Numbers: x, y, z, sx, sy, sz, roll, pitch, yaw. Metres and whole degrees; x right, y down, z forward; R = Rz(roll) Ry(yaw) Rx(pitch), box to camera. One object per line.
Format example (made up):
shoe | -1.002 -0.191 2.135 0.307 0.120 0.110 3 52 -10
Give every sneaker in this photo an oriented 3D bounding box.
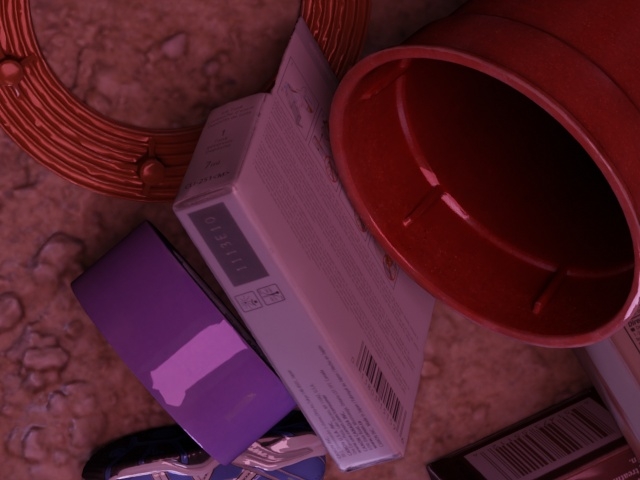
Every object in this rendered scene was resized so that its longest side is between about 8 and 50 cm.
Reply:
sneaker | -0.091 0.197 1.580 0.211 0.080 0.081 -5 105 -13

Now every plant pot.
plant pot | 0.193 -0.105 1.450 0.265 0.272 0.272 -45 114 -32

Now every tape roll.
tape roll | -0.104 0.079 1.487 0.080 0.189 0.189 -41 111 -2

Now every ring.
ring | -0.118 -0.192 1.497 0.336 0.032 0.337 -4 106 -14

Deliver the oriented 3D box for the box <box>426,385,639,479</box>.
box | 0.255 0.336 1.680 0.191 0.143 0.381 -24 107 -9

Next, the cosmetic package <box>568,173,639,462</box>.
cosmetic package | 0.299 0.088 1.536 0.153 0.296 0.129 -22 150 -7

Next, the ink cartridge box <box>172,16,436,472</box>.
ink cartridge box | 0.000 0.000 1.483 0.060 0.239 0.275 -18 121 23
